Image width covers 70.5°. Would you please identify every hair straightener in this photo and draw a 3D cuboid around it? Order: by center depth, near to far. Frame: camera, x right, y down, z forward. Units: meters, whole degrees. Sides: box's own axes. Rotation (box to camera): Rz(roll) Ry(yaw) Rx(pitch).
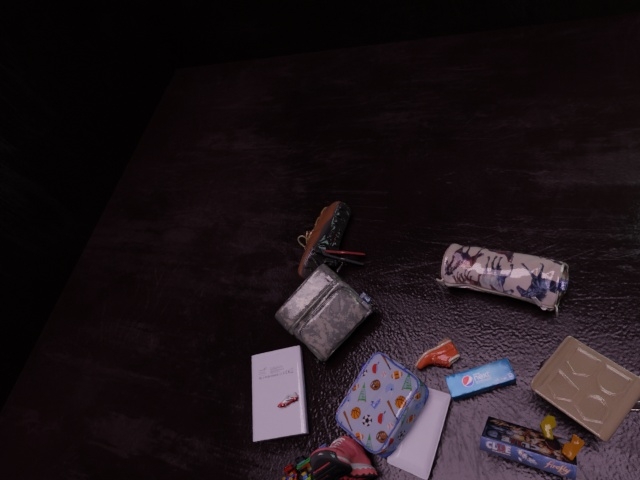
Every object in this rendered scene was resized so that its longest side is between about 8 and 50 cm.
[{"bbox_3d":[0.070,0.082,1.819,0.047,0.230,0.089,171,105,-68],"label":"hair straightener"}]

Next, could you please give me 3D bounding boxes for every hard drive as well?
[{"bbox_3d":[-0.158,0.576,1.712,0.210,0.040,0.319,-16,57,14],"label":"hard drive"}]

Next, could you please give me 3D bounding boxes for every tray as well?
[{"bbox_3d":[0.326,0.618,1.482,0.145,0.030,0.270,9,66,35],"label":"tray"}]

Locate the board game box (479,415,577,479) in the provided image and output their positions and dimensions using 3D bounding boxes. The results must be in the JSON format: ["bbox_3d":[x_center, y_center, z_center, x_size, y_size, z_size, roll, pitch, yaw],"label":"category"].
[{"bbox_3d":[0.599,0.592,1.307,0.243,0.165,0.042,9,95,26],"label":"board game box"}]

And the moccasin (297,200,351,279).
[{"bbox_3d":[-0.002,-0.002,1.917,0.147,0.139,0.380,-9,53,49],"label":"moccasin"}]

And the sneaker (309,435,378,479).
[{"bbox_3d":[0.056,0.676,1.413,0.116,0.314,0.136,-35,44,13],"label":"sneaker"}]

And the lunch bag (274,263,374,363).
[{"bbox_3d":[0.021,0.275,1.717,0.256,0.212,0.305,42,84,18],"label":"lunch bag"}]

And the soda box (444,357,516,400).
[{"bbox_3d":[0.521,0.455,1.476,0.210,0.067,0.071,-21,56,11],"label":"soda box"}]

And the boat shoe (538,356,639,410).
[{"bbox_3d":[0.830,0.419,1.347,0.324,0.097,0.117,10,66,27],"label":"boat shoe"}]

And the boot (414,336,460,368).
[{"bbox_3d":[0.403,0.411,1.560,0.158,0.059,0.085,-33,60,1],"label":"boot"}]

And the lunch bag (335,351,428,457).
[{"bbox_3d":[0.204,0.539,1.522,0.243,0.115,0.303,27,78,45],"label":"lunch bag"}]

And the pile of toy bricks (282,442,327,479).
[{"bbox_3d":[-0.026,0.781,1.510,0.212,0.118,0.105,-35,93,8],"label":"pile of toy bricks"}]

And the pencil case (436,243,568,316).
[{"bbox_3d":[0.624,0.124,1.566,0.410,0.160,0.183,10,52,27],"label":"pencil case"}]

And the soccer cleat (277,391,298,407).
[{"bbox_3d":[-0.121,0.583,1.651,0.083,0.029,0.036,-27,46,2],"label":"soccer cleat"}]

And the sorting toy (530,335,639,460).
[{"bbox_3d":[0.723,0.447,1.279,0.307,0.041,0.229,-43,55,-14],"label":"sorting toy"}]
